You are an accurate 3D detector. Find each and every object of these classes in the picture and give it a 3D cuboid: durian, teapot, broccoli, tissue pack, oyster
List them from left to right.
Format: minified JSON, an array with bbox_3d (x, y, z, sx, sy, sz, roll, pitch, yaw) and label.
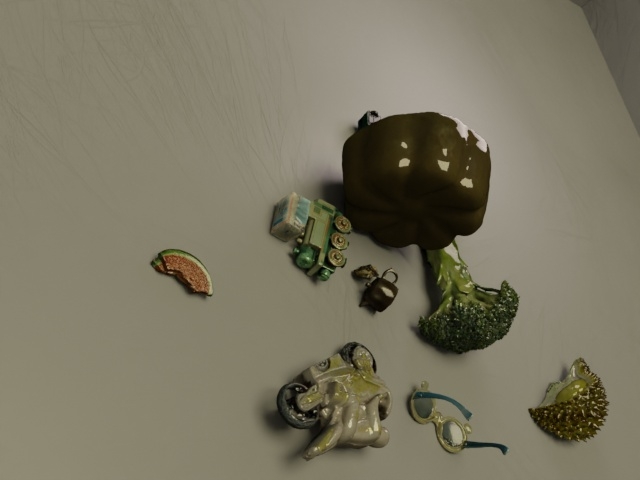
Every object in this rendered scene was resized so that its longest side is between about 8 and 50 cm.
[{"bbox_3d":[-0.069,-0.052,1.682,0.059,0.074,0.094,32,49,-28],"label":"tissue pack"},{"bbox_3d":[0.116,0.074,1.797,0.054,0.019,0.083,29,18,26],"label":"oyster"},{"bbox_3d":[0.141,0.117,1.762,0.068,0.076,0.121,38,81,-9],"label":"teapot"},{"bbox_3d":[0.379,0.121,1.922,0.252,0.221,0.361,7,51,2],"label":"broccoli"},{"bbox_3d":[0.717,0.448,2.064,0.306,0.167,0.172,-41,125,-43],"label":"durian"}]

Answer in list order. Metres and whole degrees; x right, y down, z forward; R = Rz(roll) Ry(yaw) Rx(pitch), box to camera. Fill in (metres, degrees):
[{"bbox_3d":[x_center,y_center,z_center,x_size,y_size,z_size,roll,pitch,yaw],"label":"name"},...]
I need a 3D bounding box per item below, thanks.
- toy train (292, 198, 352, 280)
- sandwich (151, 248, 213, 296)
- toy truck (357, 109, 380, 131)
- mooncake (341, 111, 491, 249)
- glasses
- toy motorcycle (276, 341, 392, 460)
[{"bbox_3d":[0.000,0.000,1.716,0.125,0.081,0.194,26,51,-15],"label":"toy train"},{"bbox_3d":[-0.265,0.062,1.457,0.135,0.029,0.067,40,49,-18],"label":"sandwich"},{"bbox_3d":[0.170,-0.302,2.067,0.147,0.079,0.065,25,51,-31],"label":"toy truck"},{"bbox_3d":[0.231,-0.134,1.805,0.379,0.378,0.200,24,55,-31],"label":"mooncake"},{"bbox_3d":[0.300,0.421,1.645,0.088,0.220,0.189,-46,102,-9],"label":"glasses"},{"bbox_3d":[0.050,0.340,1.512,0.341,0.108,0.222,-17,71,-55],"label":"toy motorcycle"}]
